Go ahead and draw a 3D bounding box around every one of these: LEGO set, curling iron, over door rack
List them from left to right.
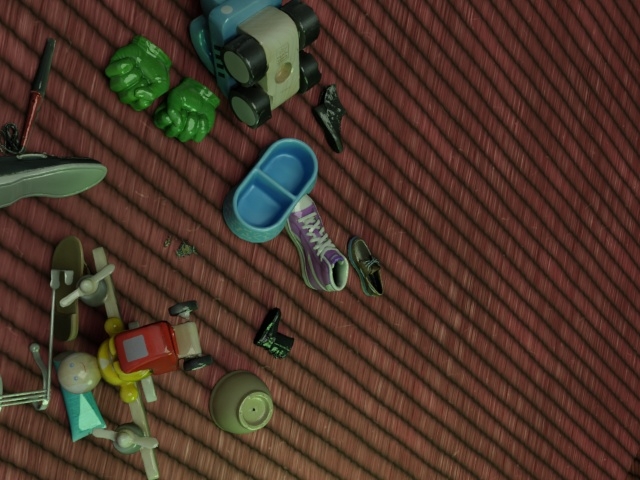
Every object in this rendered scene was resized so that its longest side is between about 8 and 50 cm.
[{"bbox_3d":[-0.656,0.200,1.545,0.240,0.108,0.324,2,103,-51],"label":"over door rack"},{"bbox_3d":[-0.620,-0.307,1.613,0.068,0.035,0.274,25,81,-32],"label":"curling iron"},{"bbox_3d":[-0.339,0.017,1.833,0.083,0.023,0.054,42,69,-14],"label":"LEGO set"}]

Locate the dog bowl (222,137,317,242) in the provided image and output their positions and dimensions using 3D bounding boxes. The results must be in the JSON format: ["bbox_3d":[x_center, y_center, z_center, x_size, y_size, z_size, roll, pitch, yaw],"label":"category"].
[{"bbox_3d":[-0.117,-0.133,1.894,0.166,0.074,0.297,38,73,-6],"label":"dog bowl"}]

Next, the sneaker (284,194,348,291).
[{"bbox_3d":[0.001,0.000,1.966,0.102,0.161,0.282,-28,107,-26],"label":"sneaker"}]

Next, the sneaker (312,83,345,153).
[{"bbox_3d":[0.040,-0.326,2.027,0.089,0.051,0.170,-37,109,-20],"label":"sneaker"}]

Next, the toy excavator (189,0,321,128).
[{"bbox_3d":[-0.233,-0.541,1.752,0.222,0.445,0.433,-42,156,-24],"label":"toy excavator"}]

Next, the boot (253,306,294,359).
[{"bbox_3d":[-0.110,0.247,1.982,0.099,0.045,0.121,33,84,-28],"label":"boot"}]

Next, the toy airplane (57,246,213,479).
[{"bbox_3d":[-0.421,0.254,1.596,0.272,0.386,0.384,-12,125,-32],"label":"toy airplane"}]

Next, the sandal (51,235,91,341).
[{"bbox_3d":[-0.544,0.103,1.688,0.079,0.088,0.240,-9,108,-64],"label":"sandal"}]

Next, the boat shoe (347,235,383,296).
[{"bbox_3d":[0.136,0.072,2.112,0.066,0.066,0.183,-33,111,-27],"label":"boat shoe"}]

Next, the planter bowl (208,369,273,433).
[{"bbox_3d":[-0.186,0.418,1.909,0.162,0.109,0.162,-4,97,-32],"label":"planter bowl"}]

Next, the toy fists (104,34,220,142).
[{"bbox_3d":[-0.361,-0.337,1.743,0.279,0.096,0.142,37,75,-31],"label":"toy fists"}]

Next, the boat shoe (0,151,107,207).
[{"bbox_3d":[-0.604,-0.145,1.598,0.303,0.114,0.091,-14,62,-44],"label":"boat shoe"}]

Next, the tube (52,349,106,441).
[{"bbox_3d":[-0.549,0.351,1.710,0.080,0.052,0.207,-19,109,-25],"label":"tube"}]
